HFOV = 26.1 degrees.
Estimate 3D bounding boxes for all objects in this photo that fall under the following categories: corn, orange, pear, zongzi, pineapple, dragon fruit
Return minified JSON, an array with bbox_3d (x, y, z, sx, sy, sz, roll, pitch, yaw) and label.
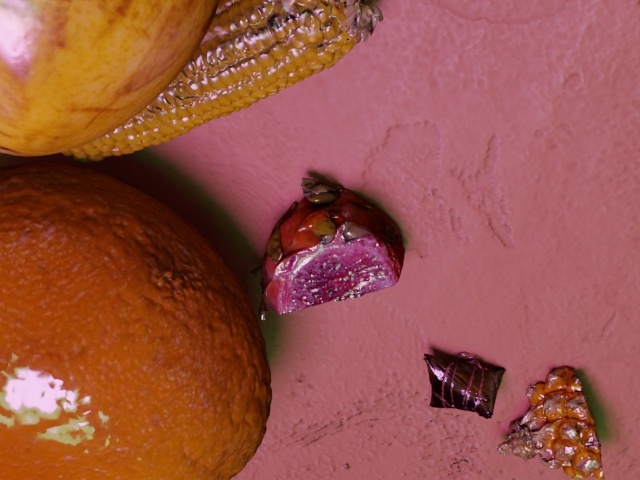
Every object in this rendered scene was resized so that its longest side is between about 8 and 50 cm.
[{"bbox_3d":[-0.091,-0.155,1.168,0.317,0.115,0.115,-25,114,18],"label":"corn"},{"bbox_3d":[-0.218,0.109,1.213,0.357,0.322,0.322,35,117,-15],"label":"orange"},{"bbox_3d":[-0.207,-0.198,1.024,0.280,0.281,0.281,2,120,4],"label":"pear"},{"bbox_3d":[0.128,0.135,1.341,0.083,0.067,0.073,-10,126,30],"label":"zongzi"},{"bbox_3d":[0.228,0.187,1.363,0.114,0.077,0.114,-18,82,27],"label":"pineapple"},{"bbox_3d":[0.000,0.000,1.252,0.147,0.102,0.096,-14,125,2],"label":"dragon fruit"}]
